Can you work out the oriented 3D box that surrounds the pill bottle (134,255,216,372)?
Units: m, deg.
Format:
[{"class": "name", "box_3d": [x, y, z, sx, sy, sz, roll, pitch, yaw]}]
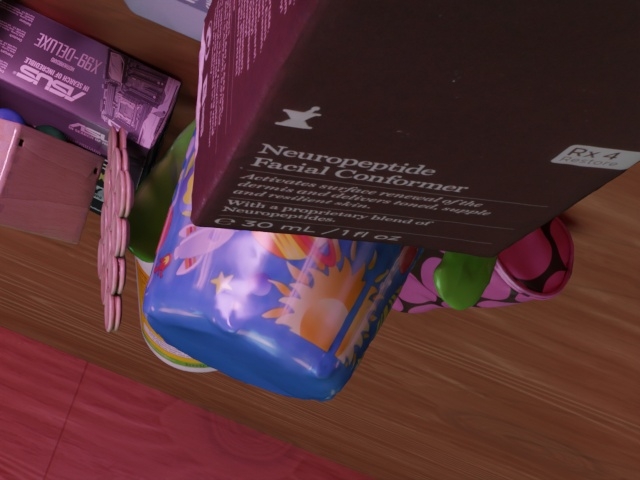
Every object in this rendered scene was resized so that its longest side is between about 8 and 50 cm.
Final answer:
[{"class": "pill bottle", "box_3d": [-0.124, 0.022, 1.125, 0.136, 0.136, 0.245, 20, 145, 8]}]

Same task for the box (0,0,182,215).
[{"class": "box", "box_3d": [-0.295, -0.139, 1.017, 0.307, 0.076, 0.242, 26, 160, -8]}]

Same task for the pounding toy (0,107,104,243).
[{"class": "pounding toy", "box_3d": [-0.314, -0.077, 0.888, 0.181, 0.094, 0.206, 16, 178, 22]}]

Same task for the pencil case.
[{"class": "pencil case", "box_3d": [0.122, 0.015, 0.951, 0.098, 0.095, 0.209, 46, 152, -17]}]

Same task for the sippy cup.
[{"class": "sippy cup", "box_3d": [-0.023, -0.004, 0.847, 0.240, 0.224, 0.305, 27, 160, -13]}]

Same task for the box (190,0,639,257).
[{"class": "box", "box_3d": [0.072, -0.114, 0.464, 0.191, 0.143, 0.381, 6, 159, -15]}]

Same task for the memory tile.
[{"class": "memory tile", "box_3d": [-0.170, -0.010, 0.892, 0.012, 0.148, 0.113, 1, -148, -18]}]

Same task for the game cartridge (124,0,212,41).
[{"class": "game cartridge", "box_3d": [-0.046, -0.195, 0.621, 0.196, 0.060, 0.294, 19, 161, -1]}]
